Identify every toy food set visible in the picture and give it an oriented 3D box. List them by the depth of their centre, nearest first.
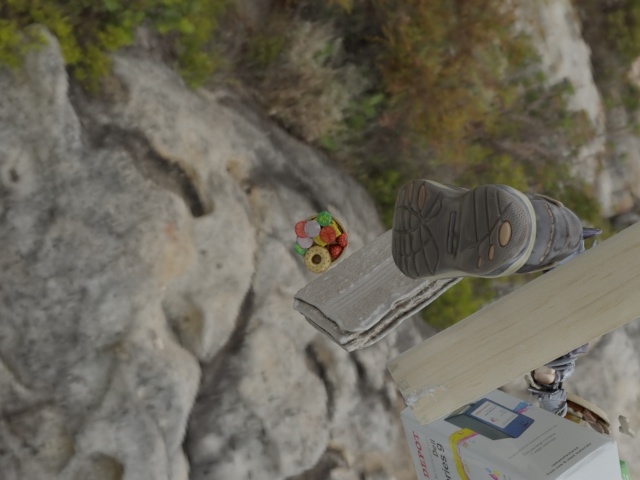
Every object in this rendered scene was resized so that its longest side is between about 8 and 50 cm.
[{"bbox_3d":[0.000,0.000,1.521,0.083,0.083,0.020,56,17,9],"label":"toy food set"},{"bbox_3d":[0.433,0.296,1.765,0.038,0.192,0.132,-61,151,-13],"label":"toy food set"}]

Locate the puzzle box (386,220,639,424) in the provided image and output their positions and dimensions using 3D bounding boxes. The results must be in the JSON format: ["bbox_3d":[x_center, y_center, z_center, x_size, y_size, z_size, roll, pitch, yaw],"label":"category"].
[{"bbox_3d":[0.253,0.015,0.794,0.409,0.272,0.052,-14,74,-56],"label":"puzzle box"}]

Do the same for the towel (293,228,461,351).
[{"bbox_3d":[0.104,0.053,1.578,0.187,0.282,0.049,30,-30,55],"label":"towel"}]

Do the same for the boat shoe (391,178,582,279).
[{"bbox_3d":[0.196,-0.004,1.295,0.130,0.355,0.132,8,93,-20],"label":"boat shoe"}]

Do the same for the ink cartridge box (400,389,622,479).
[{"bbox_3d":[0.189,0.241,1.015,0.093,0.212,0.154,-26,115,-26],"label":"ink cartridge box"}]

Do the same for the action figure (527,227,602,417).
[{"bbox_3d":[0.346,0.121,1.493,0.185,0.099,0.285,-19,112,-81],"label":"action figure"}]

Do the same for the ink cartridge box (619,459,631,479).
[{"bbox_3d":[0.420,0.476,1.729,0.219,0.092,0.160,-23,105,-21],"label":"ink cartridge box"}]
